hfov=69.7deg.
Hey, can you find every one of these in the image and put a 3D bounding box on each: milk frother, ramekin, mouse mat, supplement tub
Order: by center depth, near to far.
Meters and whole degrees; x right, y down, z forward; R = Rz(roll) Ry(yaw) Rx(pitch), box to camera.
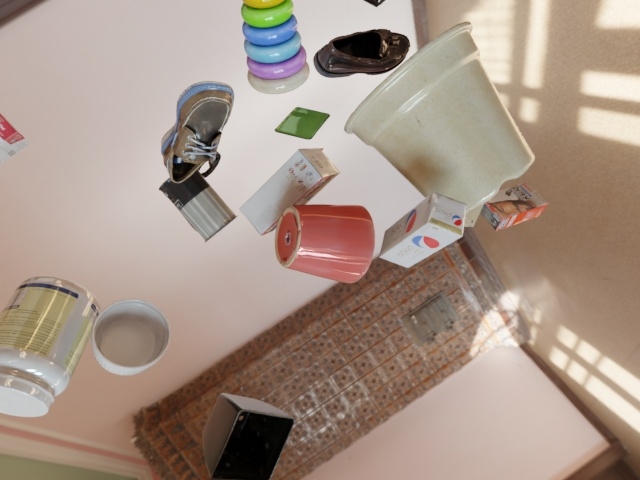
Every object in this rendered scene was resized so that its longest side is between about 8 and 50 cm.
[{"bbox_3d":[-0.217,-0.091,0.906,0.135,0.143,0.129,51,166,-10],"label":"milk frother"},{"bbox_3d":[-0.779,0.287,1.263,0.325,0.235,0.235,-85,-25,-42],"label":"supplement tub"},{"bbox_3d":[-0.538,0.281,1.299,0.207,0.207,0.109,56,138,16],"label":"ramekin"},{"bbox_3d":[-0.066,-0.441,1.720,0.152,0.190,0.007,18,141,18],"label":"mouse mat"}]

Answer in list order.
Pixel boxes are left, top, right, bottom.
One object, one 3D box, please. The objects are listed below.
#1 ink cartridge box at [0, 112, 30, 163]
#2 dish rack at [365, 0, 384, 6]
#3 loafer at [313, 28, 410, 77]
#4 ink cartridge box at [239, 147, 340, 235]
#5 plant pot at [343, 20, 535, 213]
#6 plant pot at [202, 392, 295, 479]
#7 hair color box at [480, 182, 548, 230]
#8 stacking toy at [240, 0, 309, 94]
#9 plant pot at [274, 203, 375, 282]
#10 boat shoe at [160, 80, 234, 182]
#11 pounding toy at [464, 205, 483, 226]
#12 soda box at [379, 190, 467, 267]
[{"bbox_3d":[-0.679,-0.190,0.934,0.056,0.135,0.099,50,164,-11],"label":"ink cartridge box"},{"bbox_3d":[0.099,-0.777,1.241,0.271,0.208,0.074,22,-161,-14],"label":"dish rack"},{"bbox_3d":[0.127,-0.499,1.205,0.109,0.302,0.095,66,155,4],"label":"loafer"},{"bbox_3d":[-0.093,-0.183,1.642,0.130,0.309,0.272,50,-157,3],"label":"ink cartridge box"},{"bbox_3d":[0.272,-0.225,0.990,0.305,0.334,0.334,53,176,0],"label":"plant pot"},{"bbox_3d":[-0.215,0.518,1.252,0.187,0.188,0.167,26,177,-37],"label":"plant pot"},{"bbox_3d":[0.525,-0.095,1.262,0.093,0.167,0.053,58,156,32],"label":"hair color box"},{"bbox_3d":[-0.108,-0.469,0.912,0.141,0.141,0.330,54,162,38],"label":"stacking toy"},{"bbox_3d":[0.000,0.000,1.473,0.275,0.243,0.275,-18,69,60],"label":"plant pot"},{"bbox_3d":[-0.155,-0.131,0.588,0.183,0.066,0.066,-33,62,54],"label":"boat shoe"},{"bbox_3d":[0.371,-0.143,1.269,0.094,0.206,0.181,38,162,-28],"label":"pounding toy"},{"bbox_3d":[0.195,-0.014,0.904,0.074,0.069,0.216,20,156,-10],"label":"soda box"}]
